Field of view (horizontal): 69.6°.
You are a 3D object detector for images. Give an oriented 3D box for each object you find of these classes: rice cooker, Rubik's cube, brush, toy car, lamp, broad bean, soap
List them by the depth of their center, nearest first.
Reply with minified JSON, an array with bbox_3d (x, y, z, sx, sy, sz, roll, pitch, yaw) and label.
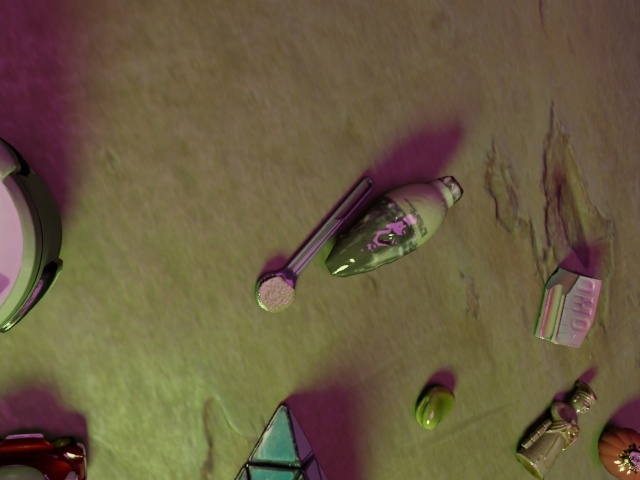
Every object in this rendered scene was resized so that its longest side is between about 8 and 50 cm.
[{"bbox_3d":[-0.365,-0.004,0.428,0.225,0.244,0.226,-1,92,-20],"label":"rice cooker"},{"bbox_3d":[-0.347,0.292,0.528,0.139,0.112,0.112,-3,95,-22],"label":"toy car"},{"bbox_3d":[-0.044,0.433,0.650,0.228,0.233,0.228,30,126,13],"label":"Rubik's cube"},{"bbox_3d":[0.000,0.000,0.696,0.062,0.027,0.266,45,77,-20],"label":"brush"},{"bbox_3d":[0.113,-0.023,0.704,0.250,0.101,0.101,-34,106,-9],"label":"lamp"},{"bbox_3d":[0.199,0.286,0.796,0.083,0.045,0.063,-33,107,-25],"label":"broad bean"},{"bbox_3d":[0.485,0.127,0.896,0.100,0.056,0.149,14,89,-26],"label":"soap"},{"bbox_3d":[0.643,0.449,0.968,0.107,0.092,0.108,-2,76,7],"label":"lamp"}]

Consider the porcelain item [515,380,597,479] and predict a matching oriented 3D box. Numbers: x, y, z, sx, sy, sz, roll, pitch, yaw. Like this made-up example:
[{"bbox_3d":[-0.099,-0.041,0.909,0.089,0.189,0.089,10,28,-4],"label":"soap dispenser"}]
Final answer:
[{"bbox_3d":[0.478,0.370,0.914,0.213,0.054,0.084,-41,110,-16],"label":"porcelain item"}]
